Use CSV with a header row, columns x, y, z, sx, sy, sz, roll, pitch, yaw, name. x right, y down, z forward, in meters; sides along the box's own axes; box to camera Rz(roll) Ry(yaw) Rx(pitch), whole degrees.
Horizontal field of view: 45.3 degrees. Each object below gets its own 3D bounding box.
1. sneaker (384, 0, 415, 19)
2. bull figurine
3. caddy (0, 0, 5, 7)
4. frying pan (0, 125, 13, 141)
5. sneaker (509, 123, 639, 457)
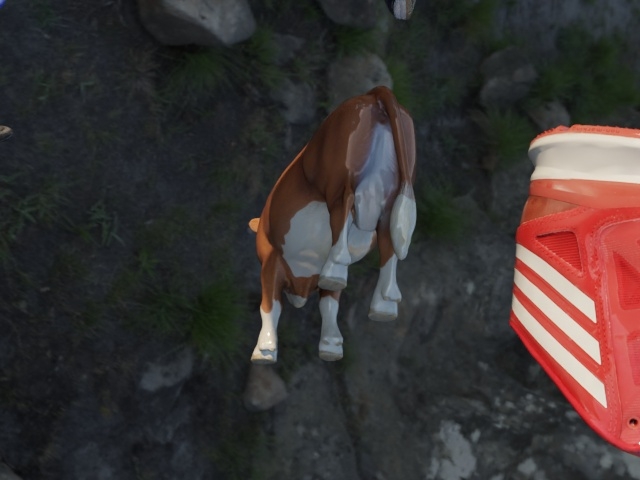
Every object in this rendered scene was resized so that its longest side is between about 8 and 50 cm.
x,y,z,sx,sy,sz,roll,pitch,yaw,name
0.052,-0.435,1.067,0.282,0.153,0.099,73,26,-49,sneaker
0.000,0.000,0.674,0.101,0.310,0.189,7,62,-13,bull figurine
-0.667,-0.416,1.177,0.341,0.241,0.179,26,116,-15,caddy
-0.472,-0.063,0.688,0.197,0.325,0.053,-79,165,-48,frying pan
0.179,0.031,0.294,0.087,0.221,0.128,11,91,-51,sneaker
